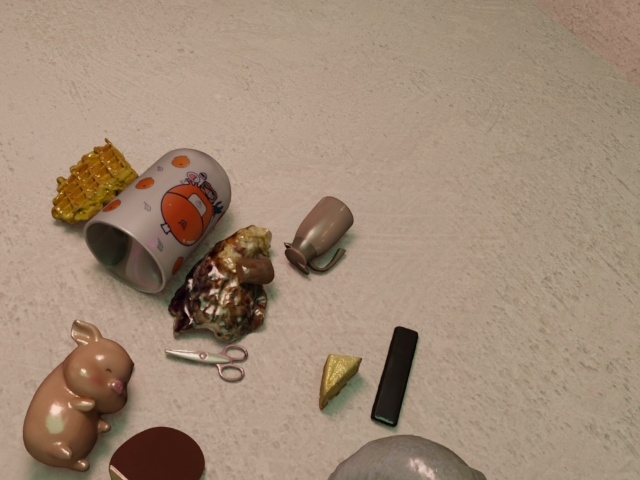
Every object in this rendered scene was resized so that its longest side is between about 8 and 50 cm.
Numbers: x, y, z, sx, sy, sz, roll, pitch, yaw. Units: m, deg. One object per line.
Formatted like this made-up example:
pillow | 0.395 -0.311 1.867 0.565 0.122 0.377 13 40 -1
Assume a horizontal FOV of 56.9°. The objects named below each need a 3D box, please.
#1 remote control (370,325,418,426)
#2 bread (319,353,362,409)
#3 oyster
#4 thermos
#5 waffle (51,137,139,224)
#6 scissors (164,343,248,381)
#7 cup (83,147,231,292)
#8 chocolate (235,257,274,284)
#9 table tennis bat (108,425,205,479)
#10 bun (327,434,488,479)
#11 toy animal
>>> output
remote control | 0.168 0.296 1.315 0.063 0.025 0.245 16 51 7
bread | 0.043 0.300 1.248 0.080 0.084 0.109 10 51 -1
oyster | -0.213 0.099 1.347 0.276 0.100 0.270 -9 70 -23
thermos | 0.000 0.000 1.472 0.137 0.105 0.193 49 57 -13
waffle | -0.569 -0.137 1.442 0.219 0.057 0.229 -43 45 -6
scissors | -0.246 0.251 1.267 0.176 0.022 0.085 12 54 -6
cup | -0.358 -0.064 1.372 0.212 0.212 0.317 26 51 9
chocolate | -0.143 0.065 1.332 0.101 0.031 0.064 6 64 -43
table tennis bat | -0.322 0.427 1.053 0.154 0.021 0.274 32 29 18
bun | 0.166 0.501 0.980 0.211 0.362 0.361 8 43 -48
toy animal | -0.450 0.298 1.111 0.154 0.166 0.250 15 54 16
